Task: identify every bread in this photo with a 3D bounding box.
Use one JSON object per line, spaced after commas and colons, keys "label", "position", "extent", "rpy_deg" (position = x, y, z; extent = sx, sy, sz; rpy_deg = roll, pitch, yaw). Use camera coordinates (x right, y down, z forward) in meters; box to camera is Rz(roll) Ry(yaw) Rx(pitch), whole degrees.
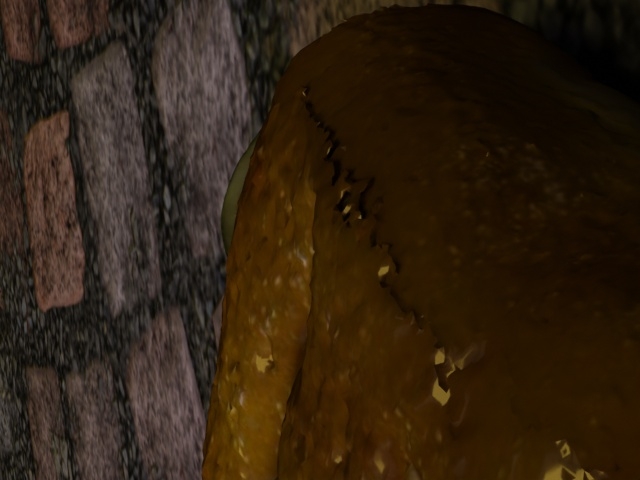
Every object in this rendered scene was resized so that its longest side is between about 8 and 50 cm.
{"label": "bread", "position": [0.052, 0.113, 0.533], "extent": [0.337, 0.148, 0.328], "rpy_deg": [-125, 41, -50]}

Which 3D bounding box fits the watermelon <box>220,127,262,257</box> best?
{"label": "watermelon", "position": [-0.012, 0.007, 0.788], "extent": [0.163, 0.069, 0.087], "rpy_deg": [-129, 38, -49]}
